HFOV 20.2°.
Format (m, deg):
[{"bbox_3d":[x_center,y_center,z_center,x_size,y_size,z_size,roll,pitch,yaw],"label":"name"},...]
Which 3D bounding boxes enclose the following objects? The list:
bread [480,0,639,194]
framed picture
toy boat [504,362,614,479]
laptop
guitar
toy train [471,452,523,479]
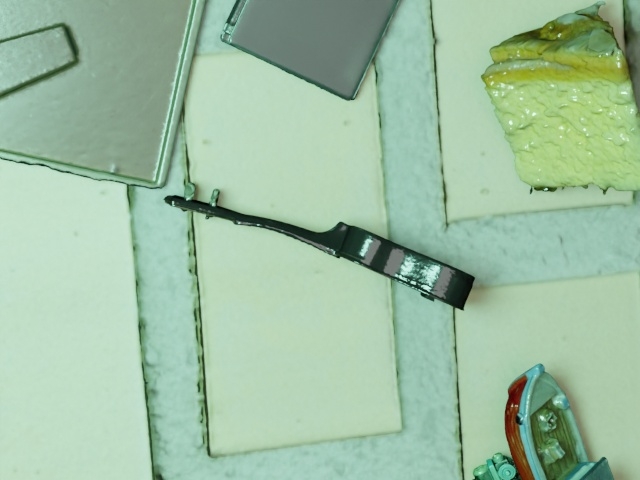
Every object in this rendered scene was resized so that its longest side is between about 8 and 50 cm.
[{"bbox_3d":[0.220,-0.112,1.507,0.127,0.152,0.147,-23,109,-6],"label":"bread"},{"bbox_3d":[-0.238,-0.159,1.476,0.265,0.018,0.192,12,94,-13],"label":"framed picture"},{"bbox_3d":[0.210,0.187,1.567,0.069,0.058,0.173,-32,104,-43],"label":"toy boat"},{"bbox_3d":[0.008,-0.224,1.517,0.129,0.016,0.180,25,92,-12],"label":"laptop"},{"bbox_3d":[0.000,-0.002,1.517,0.271,0.084,0.038,20,88,-6],"label":"guitar"},{"bbox_3d":[0.165,0.232,1.591,0.045,0.029,0.092,-24,101,2],"label":"toy train"}]
